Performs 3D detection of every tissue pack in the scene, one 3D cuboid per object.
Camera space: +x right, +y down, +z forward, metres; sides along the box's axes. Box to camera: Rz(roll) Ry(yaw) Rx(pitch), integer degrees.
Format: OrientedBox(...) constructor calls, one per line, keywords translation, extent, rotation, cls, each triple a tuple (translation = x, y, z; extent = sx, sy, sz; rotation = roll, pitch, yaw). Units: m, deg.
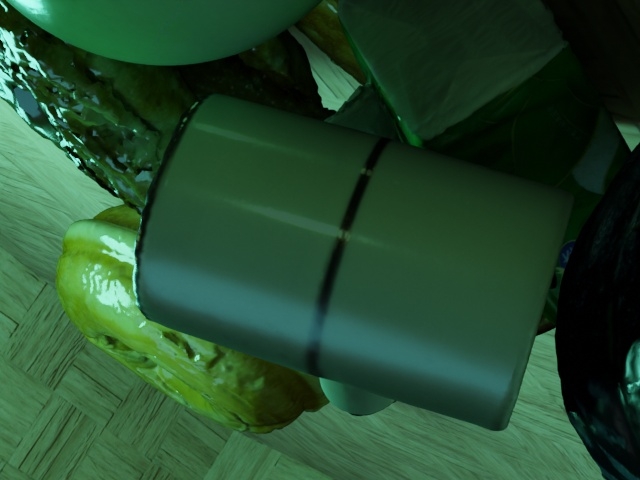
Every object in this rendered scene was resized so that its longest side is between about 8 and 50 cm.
OrientedBox(translation=(0.095, -0.053, 0.824), extent=(0.209, 0.156, 0.148), rotation=(46, -164, -45), cls="tissue pack")

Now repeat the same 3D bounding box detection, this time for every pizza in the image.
OrientedBox(translation=(0.028, -0.154, 0.921), extent=(0.134, 0.046, 0.175), rotation=(22, 163, 42), cls="pizza")

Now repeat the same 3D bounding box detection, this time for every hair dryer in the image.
OrientedBox(translation=(0.025, 0.048, 0.810), extent=(0.203, 0.128, 0.362), rotation=(16, 163, 9), cls="hair dryer")

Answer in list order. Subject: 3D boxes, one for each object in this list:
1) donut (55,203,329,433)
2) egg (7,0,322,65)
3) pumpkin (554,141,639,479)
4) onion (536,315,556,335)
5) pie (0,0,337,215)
OrientedBox(translation=(-0.175, 0.112, 1.930), extent=(0.449, 0.198, 0.449), rotation=(29, 163, 10), cls="donut")
OrientedBox(translation=(-0.072, -0.198, 0.634), extent=(0.220, 0.220, 0.270), rotation=(32, 165, 0), cls="egg")
OrientedBox(translation=(0.291, 0.065, 0.665), extent=(0.363, 0.266, 0.363), rotation=(29, 170, 6), cls="pumpkin")
OrientedBox(translation=(0.165, 0.030, 1.131), extent=(0.118, 0.118, 0.117), rotation=(37, 161, -16), cls="onion")
OrientedBox(translation=(-0.192, -0.180, 1.023), extent=(0.418, 0.180, 0.395), rotation=(33, 168, 48), cls="pie")
